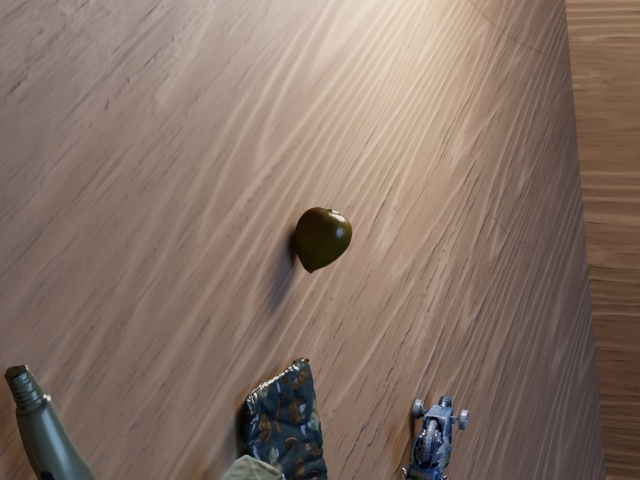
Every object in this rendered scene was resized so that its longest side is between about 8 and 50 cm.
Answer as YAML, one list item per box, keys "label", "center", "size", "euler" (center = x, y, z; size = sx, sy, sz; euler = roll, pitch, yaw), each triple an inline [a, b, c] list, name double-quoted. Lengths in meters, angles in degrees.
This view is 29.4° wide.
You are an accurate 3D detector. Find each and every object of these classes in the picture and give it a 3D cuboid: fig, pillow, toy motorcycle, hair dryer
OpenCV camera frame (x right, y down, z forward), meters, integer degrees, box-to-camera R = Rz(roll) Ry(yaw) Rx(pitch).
- label: "fig"
  center: [0.000, 0.000, 1.577]
  size: [0.088, 0.074, 0.074]
  euler: [-63, 158, 6]
- label: "pillow"
  center: [-0.039, 0.290, 1.541]
  size: [0.189, 0.034, 0.256]
  euler: [-29, 114, -64]
- label: "toy motorcycle"
  center: [0.191, 0.345, 2.052]
  size: [0.254, 0.092, 0.136]
  euler: [-24, 124, -75]
- label: "hair dryer"
  center: [-0.210, 0.299, 1.029]
  size: [0.298, 0.119, 0.296]
  euler: [61, 21, -45]

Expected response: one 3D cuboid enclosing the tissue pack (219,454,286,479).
- label: "tissue pack"
  center: [-0.083, 0.393, 1.367]
  size: [0.177, 0.089, 0.263]
  euler: [-46, 137, -32]
